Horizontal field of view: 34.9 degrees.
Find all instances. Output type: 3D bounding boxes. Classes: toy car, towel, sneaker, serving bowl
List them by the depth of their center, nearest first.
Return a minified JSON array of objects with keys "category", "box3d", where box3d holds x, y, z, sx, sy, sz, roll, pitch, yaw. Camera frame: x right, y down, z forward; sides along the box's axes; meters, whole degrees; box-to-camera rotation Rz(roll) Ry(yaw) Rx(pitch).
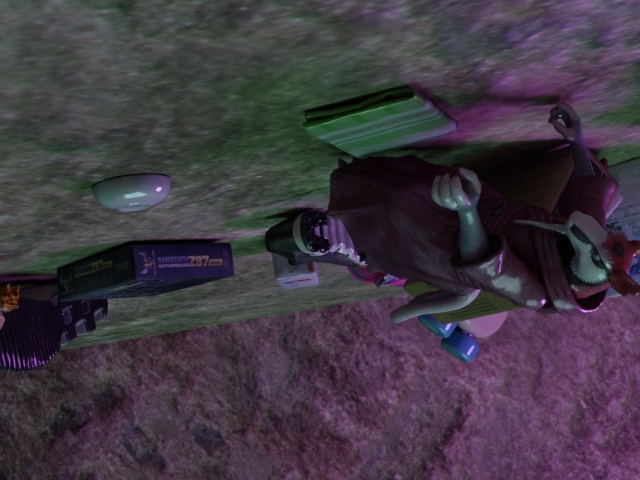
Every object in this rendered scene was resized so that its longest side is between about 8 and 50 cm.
[{"category":"towel","box3d":[0.060,-0.112,0.957,0.113,0.023,0.152,-14,169,19]},{"category":"serving bowl","box3d":[-0.200,-0.048,1.085,0.083,0.027,0.083,-8,172,-1]},{"category":"sneaker","box3d":[0.000,0.000,1.515,0.106,0.078,0.234,-10,169,31]},{"category":"sneaker","box3d":[-0.498,0.140,1.677,0.146,0.122,0.330,-4,-174,20]},{"category":"toy car","box3d":[0.246,0.081,2.042,0.238,0.219,0.210,26,166,43]}]

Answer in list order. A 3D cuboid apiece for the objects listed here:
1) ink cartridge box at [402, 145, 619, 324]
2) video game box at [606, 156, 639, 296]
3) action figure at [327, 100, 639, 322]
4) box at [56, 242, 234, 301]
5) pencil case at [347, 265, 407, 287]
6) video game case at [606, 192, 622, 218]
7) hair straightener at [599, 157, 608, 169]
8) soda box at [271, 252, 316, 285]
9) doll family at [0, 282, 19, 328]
[{"category":"ink cartridge box","box3d":[0.239,-0.004,1.294,0.235,0.088,0.193,-20,-149,56]},{"category":"video game box","box3d":[0.477,-0.027,1.435,0.048,0.187,0.205,-4,171,-34]},{"category":"action figure","box3d":[0.166,0.015,1.011,0.248,0.275,0.370,-20,-155,-32]},{"category":"box","box3d":[-0.277,0.050,1.599,0.183,0.059,0.233,-2,171,-42]},{"category":"pencil case","box3d":[0.121,0.034,1.814,0.105,0.104,0.236,-11,174,18]},{"category":"video game case","box3d":[0.305,-0.009,1.351,0.143,0.019,0.157,-47,-163,-17]},{"category":"hair straightener","box3d":[0.342,-0.088,1.425,0.089,0.047,0.230,8,180,8]},{"category":"soda box","box3d":[-0.042,0.036,1.713,0.069,0.073,0.216,-9,173,1]},{"category":"doll family","box3d":[-0.513,0.081,1.417,0.163,0.118,0.263,17,155,-31]}]
